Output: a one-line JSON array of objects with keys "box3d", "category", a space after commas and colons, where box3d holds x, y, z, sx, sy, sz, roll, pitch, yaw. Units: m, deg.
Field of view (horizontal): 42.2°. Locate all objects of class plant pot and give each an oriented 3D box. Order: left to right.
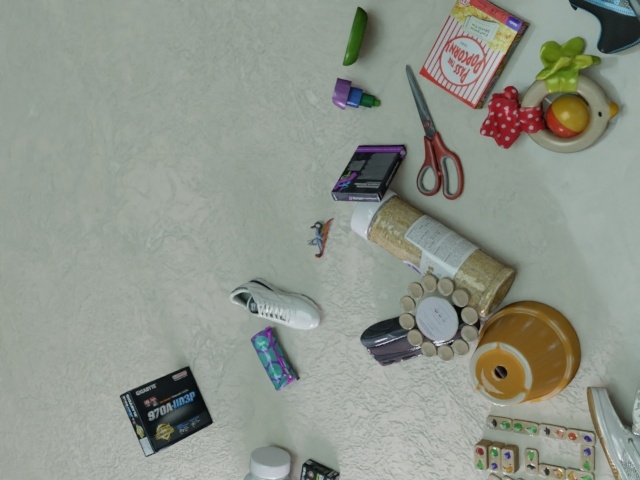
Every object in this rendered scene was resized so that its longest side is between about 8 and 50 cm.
[{"box3d": [0.392, 0.240, 1.656, 0.205, 0.188, 0.205, 7, 103, 31], "category": "plant pot"}]

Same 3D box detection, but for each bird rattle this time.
[{"box3d": [0.439, -0.249, 1.575, 0.207, 0.143, 0.253, 40, 122, 2], "category": "bird rattle"}]

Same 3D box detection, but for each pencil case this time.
[{"box3d": [-0.116, 0.294, 2.068, 0.070, 0.064, 0.151, -37, 79, 48], "category": "pencil case"}]

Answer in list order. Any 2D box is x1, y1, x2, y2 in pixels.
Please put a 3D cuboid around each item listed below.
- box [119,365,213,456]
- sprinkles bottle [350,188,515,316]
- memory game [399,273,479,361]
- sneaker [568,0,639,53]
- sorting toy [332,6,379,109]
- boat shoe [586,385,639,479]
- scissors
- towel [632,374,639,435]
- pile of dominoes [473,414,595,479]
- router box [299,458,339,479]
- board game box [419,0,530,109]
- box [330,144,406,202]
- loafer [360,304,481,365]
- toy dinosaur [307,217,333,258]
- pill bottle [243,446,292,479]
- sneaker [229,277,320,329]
[{"box3d": [-0.403, 0.447, 2.189, 0.051, 0.220, 0.175, -29, 83, 36], "category": "box"}, {"box3d": [0.233, 0.017, 1.756, 0.355, 0.121, 0.121, 34, 116, 23], "category": "sprinkles bottle"}, {"box3d": [0.243, 0.161, 1.707, 0.186, 0.012, 0.186, 10, 108, 33], "category": "memory game"}, {"box3d": [0.483, -0.497, 1.494, 0.140, 0.125, 0.341, -35, 79, 34], "category": "sneaker"}, {"box3d": [0.125, -0.445, 1.769, 0.126, 0.127, 0.365, 14, 112, -1], "category": "sorting toy"}, {"box3d": [0.604, 0.407, 1.619, 0.096, 0.098, 0.277, -22, 84, 11], "category": "boat shoe"}, {"box3d": [0.243, -0.232, 1.765, 0.109, 0.021, 0.297, -2, 97, 36], "category": "scissors"}, {"box3d": [0.691, 0.248, 1.532, 0.187, 0.049, 0.282, 14, 96, 29], "category": "towel"}, {"box3d": [0.450, 0.483, 1.756, 0.251, 0.040, 0.196, 2, 100, 33], "category": "pile of dominoes"}, {"box3d": [-0.007, 0.622, 2.077, 0.092, 0.038, 0.122, 17, 108, 28], "category": "router box"}, {"box3d": [0.308, -0.385, 1.675, 0.147, 0.045, 0.193, 37, 117, 22], "category": "board game box"}, {"box3d": [0.105, -0.146, 1.792, 0.116, 0.162, 0.029, 4, 136, 32], "category": "box"}, {"box3d": [0.228, 0.214, 1.823, 0.302, 0.109, 0.095, -16, 110, 40], "category": "loafer"}, {"box3d": [0.000, 0.000, 1.953, 0.090, 0.047, 0.082, -15, 109, 24], "category": "toy dinosaur"}, {"box3d": [-0.136, 0.651, 2.110, 0.131, 0.131, 0.229, 14, 106, 30], "category": "pill bottle"}, {"box3d": [-0.111, 0.167, 2.023, 0.235, 0.095, 0.090, 17, 107, 28], "category": "sneaker"}]
